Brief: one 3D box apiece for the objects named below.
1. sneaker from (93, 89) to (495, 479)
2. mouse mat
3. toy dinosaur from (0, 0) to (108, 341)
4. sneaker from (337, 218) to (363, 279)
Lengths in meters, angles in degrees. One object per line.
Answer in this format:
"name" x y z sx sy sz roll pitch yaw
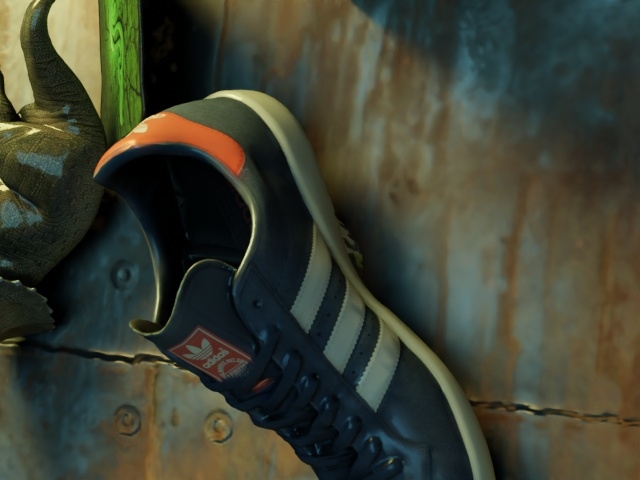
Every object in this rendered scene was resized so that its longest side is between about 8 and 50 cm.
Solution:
"sneaker" -0.027 0.073 0.877 0.131 0.148 0.350 -40 76 37
"mouse mat" -0.139 -0.159 0.980 0.007 0.152 0.190 -1 85 -18
"toy dinosaur" -0.216 -0.038 1.028 0.160 0.121 0.313 33 97 10
"sneaker" 0.000 0.000 0.959 0.035 0.031 0.083 -31 80 46
